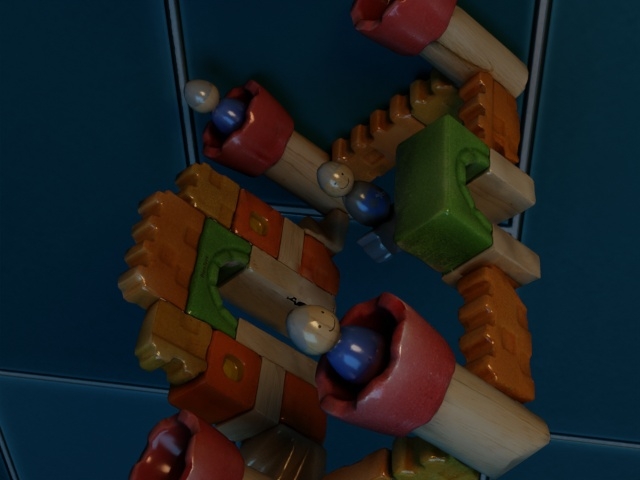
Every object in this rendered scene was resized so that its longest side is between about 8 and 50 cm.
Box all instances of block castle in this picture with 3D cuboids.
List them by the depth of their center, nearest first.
[{"bbox_3d":[0.000,0.000,0.910,0.213,0.453,0.303,33,133,-28],"label":"block castle"}]
